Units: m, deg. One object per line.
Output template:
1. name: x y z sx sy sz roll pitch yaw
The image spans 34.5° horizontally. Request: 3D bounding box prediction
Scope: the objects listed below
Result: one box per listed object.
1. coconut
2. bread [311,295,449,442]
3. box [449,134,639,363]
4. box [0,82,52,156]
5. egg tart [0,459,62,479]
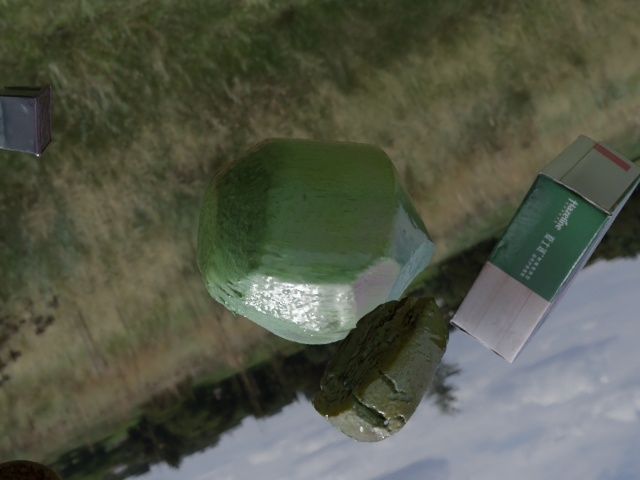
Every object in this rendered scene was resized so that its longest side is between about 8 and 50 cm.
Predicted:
1. coconut: 0.000 0.000 1.394 0.329 0.281 0.328 3 166 1
2. bread: 0.059 0.117 0.978 0.117 0.064 0.156 -22 -150 48
3. box: 0.223 0.007 1.016 0.135 0.081 0.199 -35 157 -52
4. box: -0.388 -0.160 1.344 0.063 0.084 0.060 7 -153 1
5. egg tart: -0.451 0.425 1.553 0.203 0.202 0.147 -22 139 -35
